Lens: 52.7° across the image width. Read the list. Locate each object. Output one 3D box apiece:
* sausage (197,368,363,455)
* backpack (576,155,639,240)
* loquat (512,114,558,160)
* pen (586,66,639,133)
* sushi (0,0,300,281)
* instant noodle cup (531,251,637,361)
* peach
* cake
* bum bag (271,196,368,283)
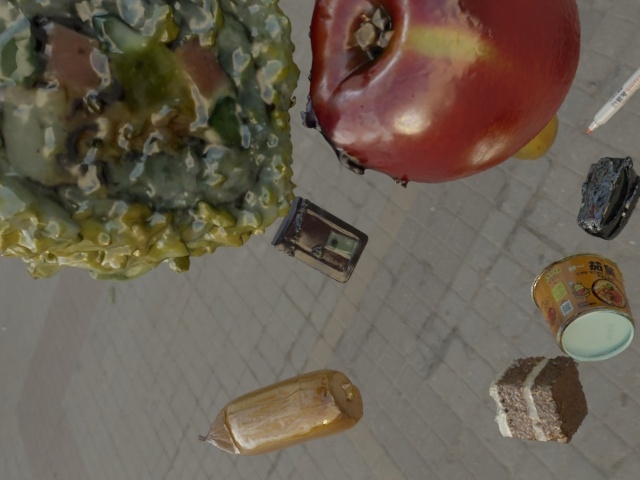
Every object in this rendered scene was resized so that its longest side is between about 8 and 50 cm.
[{"bbox_3d":[-0.078,0.300,1.092,0.328,0.112,0.112,-25,64,32],"label":"sausage"},{"bbox_3d":[0.601,-0.088,1.359,0.105,0.120,0.165,26,84,49],"label":"backpack"},{"bbox_3d":[0.596,-0.329,1.882,0.234,0.175,0.188,58,-144,-85],"label":"loquat"},{"bbox_3d":[0.512,-0.254,1.066,0.218,0.026,0.026,-57,44,46],"label":"pen"},{"bbox_3d":[-0.219,-0.127,0.720,0.240,0.396,0.352,-3,92,53],"label":"sushi"},{"bbox_3d":[0.609,0.161,1.483,0.216,0.215,0.172,-51,20,33],"label":"instant noodle cup"},{"bbox_3d":[0.162,-0.204,0.671,0.201,0.361,0.258,-36,63,52],"label":"peach"},{"bbox_3d":[0.430,0.312,1.283,0.147,0.134,0.135,-9,104,47],"label":"cake"},{"bbox_3d":[0.000,0.000,1.173,0.109,0.159,0.026,-62,6,-14],"label":"bum bag"}]
